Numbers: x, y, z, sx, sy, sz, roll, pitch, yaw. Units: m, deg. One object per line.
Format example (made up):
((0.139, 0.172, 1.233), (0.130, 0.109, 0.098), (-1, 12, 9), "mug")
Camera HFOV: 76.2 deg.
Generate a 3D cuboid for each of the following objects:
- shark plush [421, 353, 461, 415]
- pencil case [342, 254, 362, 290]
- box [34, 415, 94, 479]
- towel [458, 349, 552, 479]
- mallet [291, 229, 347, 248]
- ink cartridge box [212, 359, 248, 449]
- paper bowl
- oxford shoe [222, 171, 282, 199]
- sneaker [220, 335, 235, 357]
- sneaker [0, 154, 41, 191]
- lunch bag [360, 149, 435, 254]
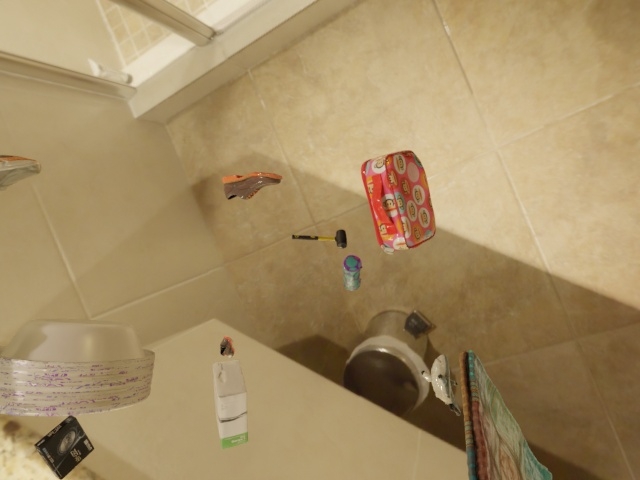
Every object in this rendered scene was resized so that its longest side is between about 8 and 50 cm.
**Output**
((0.335, 0.382, 1.060), (0.161, 0.067, 0.073), (60, 151, 5), "shark plush")
((0.109, 0.112, 1.390), (0.070, 0.152, 0.064), (-36, 63, -18), "pencil case")
((-0.447, 0.363, 0.717), (0.018, 0.067, 0.084), (4, 118, 30), "box")
((0.310, 0.387, 0.629), (0.040, 0.272, 0.370), (-24, 114, 26), "towel")
((0.000, 0.000, 1.367), (0.189, 0.039, 0.063), (-4, 56, -13), "mallet")
((-0.291, 0.523, 1.319), (0.092, 0.160, 0.220), (-5, 116, -19), "ink cartridge box")
((-0.474, 0.232, 0.796), (0.283, 0.284, 0.148), (0, 79, 19), "paper bowl")
((-0.258, -0.207, 1.568), (0.271, 0.096, 0.099), (-2, 94, 31), "oxford shoe")
((-0.412, 0.472, 1.764), (0.061, 0.065, 0.158), (24, 139, 19), "sneaker")
((-0.743, -0.113, 0.885), (0.099, 0.262, 0.121), (13, 117, 28), "sneaker")
((0.231, -0.115, 1.220), (0.120, 0.258, 0.294), (-10, 97, 39), "lunch bag")
